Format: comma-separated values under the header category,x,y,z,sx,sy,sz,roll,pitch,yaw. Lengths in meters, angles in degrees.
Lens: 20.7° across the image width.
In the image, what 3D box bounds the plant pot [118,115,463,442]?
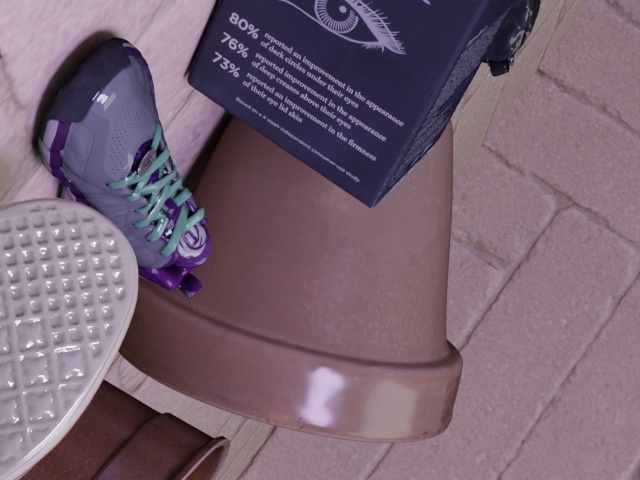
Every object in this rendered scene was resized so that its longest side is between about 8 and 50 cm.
category,x,y,z,sx,sy,sz,roll,pitch,yaw
plant pot,0.000,0.000,1.294,0.263,0.263,0.229,-23,131,-75

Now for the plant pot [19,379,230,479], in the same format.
category,x,y,z,sx,sy,sz,roll,pitch,yaw
plant pot,-0.169,0.142,1.069,0.167,0.165,0.167,-53,171,-12

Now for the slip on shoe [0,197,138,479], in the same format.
category,x,y,z,sx,sy,sz,roll,pitch,yaw
slip on shoe,-0.219,0.111,0.874,0.331,0.123,0.101,-50,-177,-3

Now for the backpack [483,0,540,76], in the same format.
category,x,y,z,sx,sy,sz,roll,pitch,yaw
backpack,0.118,-0.227,1.330,0.115,0.152,0.182,-50,-172,34

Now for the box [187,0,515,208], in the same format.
category,x,y,z,sx,sy,sz,roll,pitch,yaw
box,0.032,-0.152,1.087,0.108,0.153,0.207,-45,168,-51

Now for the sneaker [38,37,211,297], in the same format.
category,x,y,z,sx,sy,sz,roll,pitch,yaw
sneaker,-0.097,-0.036,0.999,0.083,0.098,0.223,-53,172,-17
